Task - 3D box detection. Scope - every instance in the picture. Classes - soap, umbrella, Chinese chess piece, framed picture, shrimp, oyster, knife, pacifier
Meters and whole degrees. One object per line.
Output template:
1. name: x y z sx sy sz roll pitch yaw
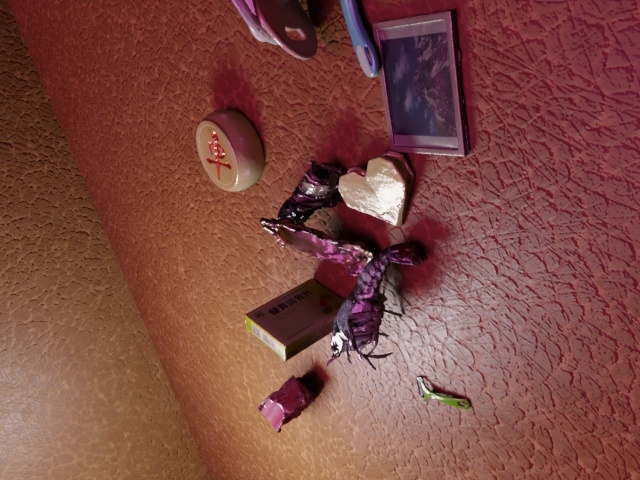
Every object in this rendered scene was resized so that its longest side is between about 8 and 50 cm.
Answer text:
1. soap: -0.112 0.561 2.009 0.112 0.182 0.289 47 143 15
2. umbrella: -0.041 -0.090 1.567 0.357 0.113 0.106 133 134 -58
3. Chinese chess piece: -0.279 -0.271 1.758 0.251 0.097 0.250 32 135 38
4. framed picture: 0.203 -0.312 1.180 0.209 0.019 0.281 12 121 49
5. shrimp: 0.127 0.173 1.440 0.166 0.221 0.410 22 117 15
6. oyster: 0.000 0.001 1.516 0.345 0.078 0.128 21 154 12
7. knife: 0.082 -0.454 1.229 0.064 0.031 0.222 -11 98 69
8. pacifier: -0.088 -0.550 1.240 0.332 0.273 0.220 64 173 -3
9. knife: 0.315 0.407 1.500 0.166 0.023 0.078 9 124 50

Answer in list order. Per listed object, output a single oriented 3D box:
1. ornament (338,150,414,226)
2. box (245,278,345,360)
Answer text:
1. ornament: 0.147 -0.108 1.357 0.201 0.059 0.180 -18 108 53
2. box: -0.059 0.219 1.648 0.175 0.260 0.062 31 133 37
